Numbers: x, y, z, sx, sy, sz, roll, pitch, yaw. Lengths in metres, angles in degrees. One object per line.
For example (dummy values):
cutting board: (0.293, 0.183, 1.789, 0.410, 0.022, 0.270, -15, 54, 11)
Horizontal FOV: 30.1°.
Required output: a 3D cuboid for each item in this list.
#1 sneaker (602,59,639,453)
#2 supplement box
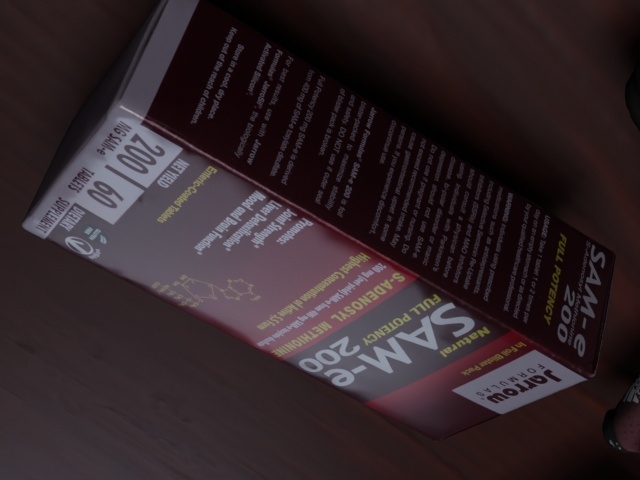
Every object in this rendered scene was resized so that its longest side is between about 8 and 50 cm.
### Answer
sneaker: (0.188, 0.043, 0.579, 0.162, 0.106, 0.281, -33, 119, 26)
supplement box: (0.000, 0.000, 0.548, 0.239, 0.073, 0.130, 29, 146, -17)
